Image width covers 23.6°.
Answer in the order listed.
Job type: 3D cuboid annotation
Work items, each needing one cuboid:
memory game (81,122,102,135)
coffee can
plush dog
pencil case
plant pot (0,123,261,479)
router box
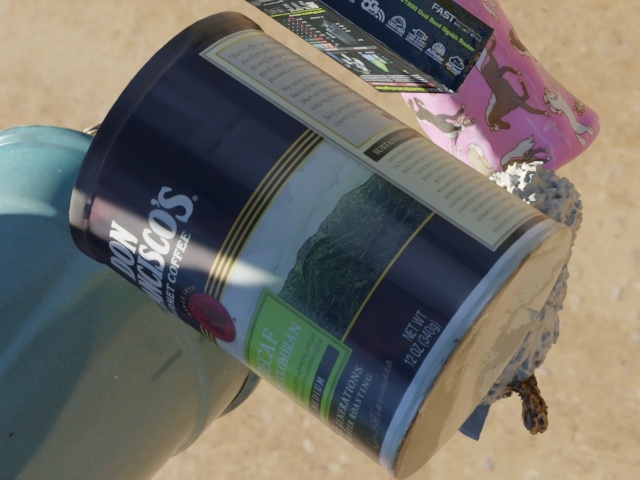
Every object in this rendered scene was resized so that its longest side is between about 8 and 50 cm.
[{"bbox_3d":[-0.228,-0.132,1.733,0.186,0.186,0.012,-17,97,43],"label":"memory game"},{"bbox_3d":[0.000,0.000,1.036,0.275,0.201,0.201,34,104,17],"label":"coffee can"},{"bbox_3d":[0.088,0.057,1.308,0.262,0.225,0.211,-43,42,38],"label":"plush dog"},{"bbox_3d":[0.114,-0.220,1.533,0.160,0.386,0.167,-41,10,-15],"label":"pencil case"},{"bbox_3d":[-0.267,0.134,1.295,0.341,0.341,0.334,-22,23,42],"label":"plant pot"},{"bbox_3d":[0.020,-0.111,0.747,0.038,0.092,0.122,-58,16,-3],"label":"router box"}]
